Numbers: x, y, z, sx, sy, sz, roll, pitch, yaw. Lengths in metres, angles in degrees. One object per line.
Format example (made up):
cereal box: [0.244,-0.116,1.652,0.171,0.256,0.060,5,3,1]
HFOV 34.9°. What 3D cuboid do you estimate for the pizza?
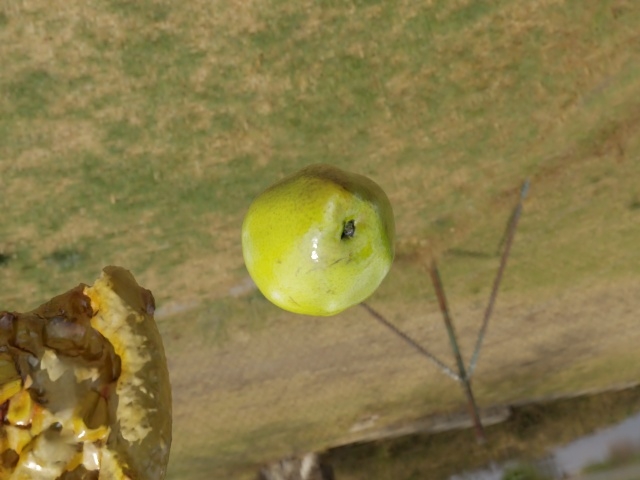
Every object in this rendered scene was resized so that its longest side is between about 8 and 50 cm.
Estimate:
pizza: [-0.163,0.087,0.597,0.161,0.182,0.062,14,147,-10]

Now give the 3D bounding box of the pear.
pear: [0.000,0.000,0.583,0.092,0.092,0.097,-13,160,-5]
